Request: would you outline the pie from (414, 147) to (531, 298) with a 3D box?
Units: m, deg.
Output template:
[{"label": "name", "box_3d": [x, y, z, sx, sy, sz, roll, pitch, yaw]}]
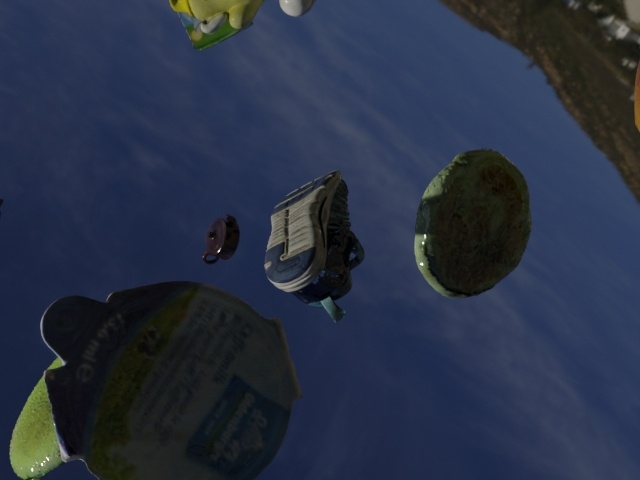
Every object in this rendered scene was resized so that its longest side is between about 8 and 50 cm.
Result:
[{"label": "pie", "box_3d": [0.238, -0.022, 1.264, 0.241, 0.240, 0.054, 11, -176, -35]}]

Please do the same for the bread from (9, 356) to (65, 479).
[{"label": "bread", "box_3d": [-0.426, 0.265, 1.371, 0.045, 0.301, 0.301, 41, -156, -28]}]

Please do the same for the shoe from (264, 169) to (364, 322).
[{"label": "shoe", "box_3d": [0.000, 0.000, 0.946, 0.106, 0.092, 0.207, 46, -149, -29]}]

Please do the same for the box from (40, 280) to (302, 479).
[{"label": "box", "box_3d": [-0.198, 0.188, 0.962, 0.291, 0.206, 0.262, 29, -116, -6]}]

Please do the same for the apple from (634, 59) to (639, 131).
[{"label": "apple", "box_3d": [0.650, -0.183, 1.217, 0.384, 0.374, 0.374, -22, -125, -19]}]

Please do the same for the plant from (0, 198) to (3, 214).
[{"label": "plant", "box_3d": [-0.437, -0.031, 0.927, 0.143, 0.091, 0.094, 7, 177, 15]}]

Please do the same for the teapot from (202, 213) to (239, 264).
[{"label": "teapot", "box_3d": [-0.166, -0.002, 1.334, 0.045, 0.100, 0.067, 18, -154, -34]}]

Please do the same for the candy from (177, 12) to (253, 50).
[{"label": "candy", "box_3d": [-0.149, -0.315, 0.916, 0.097, 0.062, 0.194, -80, -34, -72]}]

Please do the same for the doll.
[{"label": "doll", "box_3d": [-0.073, -0.266, 0.827, 0.163, 0.106, 0.062, -2, 176, 13]}]
